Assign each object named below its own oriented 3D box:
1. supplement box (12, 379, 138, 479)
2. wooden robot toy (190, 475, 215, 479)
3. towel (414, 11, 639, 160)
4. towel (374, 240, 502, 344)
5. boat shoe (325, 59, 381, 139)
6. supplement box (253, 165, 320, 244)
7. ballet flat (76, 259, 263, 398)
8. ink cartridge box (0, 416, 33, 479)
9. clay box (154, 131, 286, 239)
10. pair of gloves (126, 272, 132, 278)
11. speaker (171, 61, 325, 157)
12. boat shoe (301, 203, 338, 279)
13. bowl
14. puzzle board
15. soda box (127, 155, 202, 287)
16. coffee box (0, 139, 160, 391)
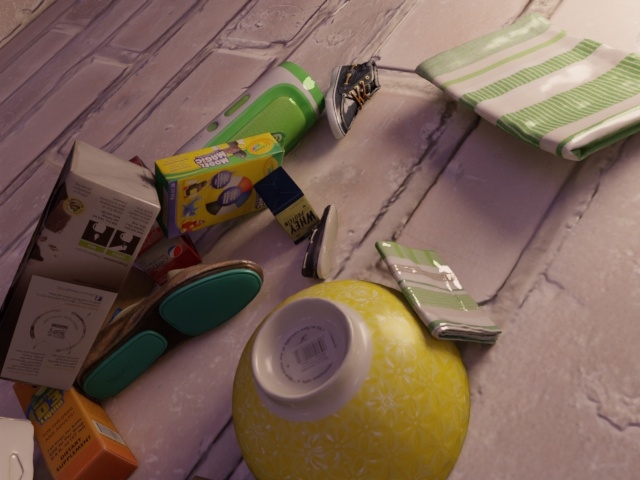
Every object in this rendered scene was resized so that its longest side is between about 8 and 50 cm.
[{"bbox_3d":[-0.352,0.259,0.744,0.078,0.080,0.233,-46,46,-15],"label":"supplement box"},{"bbox_3d":[-0.090,0.326,0.574,0.173,0.076,0.079,11,91,36],"label":"wooden robot toy"},{"bbox_3d":[0.330,-0.238,0.767,0.248,0.038,0.325,-26,46,-11],"label":"towel"},{"bbox_3d":[0.139,0.057,0.628,0.023,0.113,0.152,-56,41,27],"label":"towel"},{"bbox_3d":[0.060,-0.259,0.941,0.083,0.065,0.183,-12,50,21],"label":"boat shoe"},{"bbox_3d":[-0.051,-0.055,0.826,0.056,0.083,0.083,-36,47,-2],"label":"supplement box"},{"bbox_3d":[-0.232,0.105,0.787,0.316,0.107,0.106,-33,39,-1],"label":"ballet flat"},{"bbox_3d":[-0.462,0.353,0.670,0.219,0.092,0.160,-49,44,17],"label":"ink cartridge box"},{"bbox_3d":[-0.145,-0.090,0.829,0.222,0.127,0.053,-21,59,-30],"label":"clay box"},{"bbox_3d":[-0.462,0.086,0.961,0.240,0.042,0.204,-43,47,-7],"label":"pair of gloves"},{"bbox_3d":[-0.132,-0.181,0.938,0.296,0.131,0.131,-44,48,-10],"label":"speaker"},{"bbox_3d":[0.000,0.000,0.786,0.038,0.046,0.125,0,63,22],"label":"boat shoe"},{"bbox_3d":[0.010,0.150,0.586,0.289,0.156,0.289,-14,50,17],"label":"bowl"},{"bbox_3d":[-0.349,0.098,0.885,0.096,0.011,0.128,24,65,5],"label":"puzzle board"},{"bbox_3d":[-0.306,-0.040,0.942,0.083,0.092,0.263,-35,47,-4],"label":"soda box"},{"bbox_3d":[-0.345,0.033,0.731,0.297,0.119,0.168,-61,30,11],"label":"coffee box"}]
